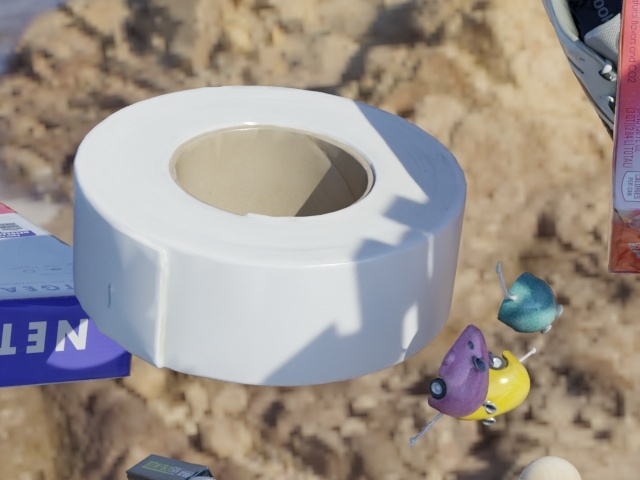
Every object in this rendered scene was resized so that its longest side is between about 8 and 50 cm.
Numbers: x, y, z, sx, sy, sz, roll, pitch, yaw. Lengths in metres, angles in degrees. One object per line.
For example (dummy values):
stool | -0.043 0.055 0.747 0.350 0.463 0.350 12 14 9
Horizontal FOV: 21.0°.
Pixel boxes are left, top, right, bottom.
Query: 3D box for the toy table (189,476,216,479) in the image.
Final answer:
toy table | -0.079 0.352 1.573 0.252 0.274 0.161 5 48 33

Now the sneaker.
sneaker | 0.282 -0.141 1.505 0.122 0.330 0.146 -39 -15 14

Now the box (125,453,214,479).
box | -0.121 0.322 1.846 0.045 0.190 0.184 -32 11 -20

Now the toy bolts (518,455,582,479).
toy bolts | 0.270 0.226 1.504 0.228 0.218 0.158 -13 59 5

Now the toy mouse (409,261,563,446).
toy mouse | 0.117 0.071 1.119 0.031 0.143 0.161 34 49 25

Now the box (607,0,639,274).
box | 0.271 -0.134 1.127 0.154 0.300 0.142 3 -17 9

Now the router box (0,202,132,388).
router box | -0.375 0.046 1.513 0.335 0.082 0.301 -2 17 -35

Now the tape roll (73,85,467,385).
tape roll | -0.039 -0.011 1.255 0.286 0.100 0.286 5 30 -3
